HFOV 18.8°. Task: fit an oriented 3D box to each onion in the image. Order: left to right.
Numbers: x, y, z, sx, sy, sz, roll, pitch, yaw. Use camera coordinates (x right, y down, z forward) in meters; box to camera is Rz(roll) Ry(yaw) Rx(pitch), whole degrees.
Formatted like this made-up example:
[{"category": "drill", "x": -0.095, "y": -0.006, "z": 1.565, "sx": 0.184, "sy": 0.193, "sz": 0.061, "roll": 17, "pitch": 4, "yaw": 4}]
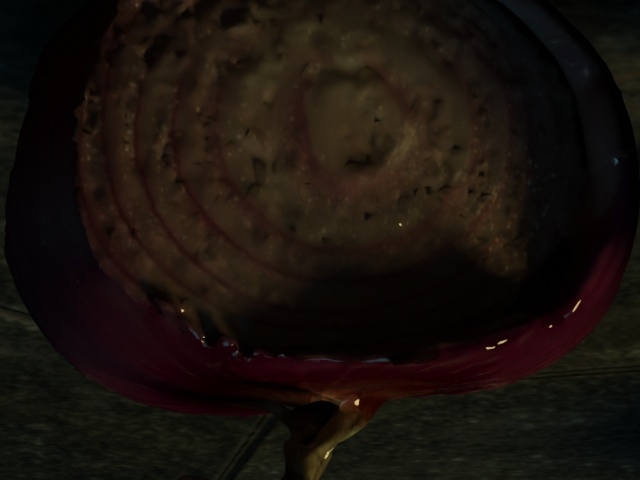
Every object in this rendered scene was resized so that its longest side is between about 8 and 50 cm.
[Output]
[{"category": "onion", "x": -0.003, "y": -0.014, "z": 0.671, "sx": 0.207, "sy": 0.200, "sz": 0.200, "roll": -30, "pitch": 160, "yaw": -9}]
